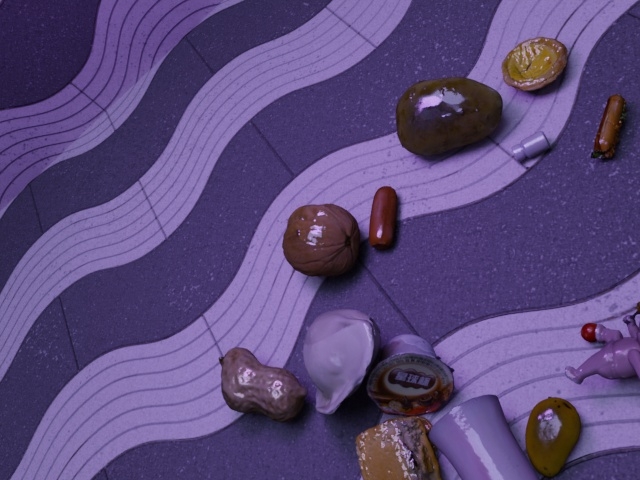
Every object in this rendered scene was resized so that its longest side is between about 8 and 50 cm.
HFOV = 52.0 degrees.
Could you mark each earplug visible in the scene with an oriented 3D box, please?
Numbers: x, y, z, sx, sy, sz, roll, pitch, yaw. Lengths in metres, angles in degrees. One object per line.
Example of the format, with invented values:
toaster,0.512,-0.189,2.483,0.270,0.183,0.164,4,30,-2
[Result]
earplug,0.368,0.484,1.321,0.172,0.172,0.301,-37,54,9

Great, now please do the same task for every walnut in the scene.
walnut,0.000,0.000,1.840,0.228,0.228,0.228,-17,54,25

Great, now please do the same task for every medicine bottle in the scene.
medicine bottle,0.550,-0.245,1.715,0.089,0.052,0.052,-27,50,17

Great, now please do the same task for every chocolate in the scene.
chocolate,0.209,0.304,1.548,0.221,0.221,0.147,-28,22,17

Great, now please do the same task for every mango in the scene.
mango,0.475,0.403,1.349,0.103,0.076,0.161,11,78,31

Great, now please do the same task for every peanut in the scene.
peanut,-0.168,0.395,1.744,0.291,0.143,0.159,19,74,38

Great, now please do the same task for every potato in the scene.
potato,0.352,-0.350,1.825,0.307,0.173,0.210,-6,95,24

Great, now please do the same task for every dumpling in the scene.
dumpling,0.046,0.295,1.589,0.341,0.181,0.260,0,73,51

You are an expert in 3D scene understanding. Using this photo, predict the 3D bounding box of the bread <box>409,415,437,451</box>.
bread,0.220,0.461,1.514,0.110,0.024,0.110,-13,62,27

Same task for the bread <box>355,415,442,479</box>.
bread,0.173,0.514,1.436,0.174,0.121,0.245,-36,61,32

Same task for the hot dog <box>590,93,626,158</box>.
hot dog,0.715,-0.278,1.615,0.055,0.072,0.188,17,72,17

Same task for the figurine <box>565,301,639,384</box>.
figurine,0.640,0.211,1.298,0.287,0.176,0.186,-10,82,46

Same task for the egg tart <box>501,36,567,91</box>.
egg tart,0.596,-0.480,1.817,0.191,0.074,0.191,-17,53,24

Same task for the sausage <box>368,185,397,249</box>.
sausage,0.177,-0.068,1.845,0.076,0.076,0.197,-8,57,31
